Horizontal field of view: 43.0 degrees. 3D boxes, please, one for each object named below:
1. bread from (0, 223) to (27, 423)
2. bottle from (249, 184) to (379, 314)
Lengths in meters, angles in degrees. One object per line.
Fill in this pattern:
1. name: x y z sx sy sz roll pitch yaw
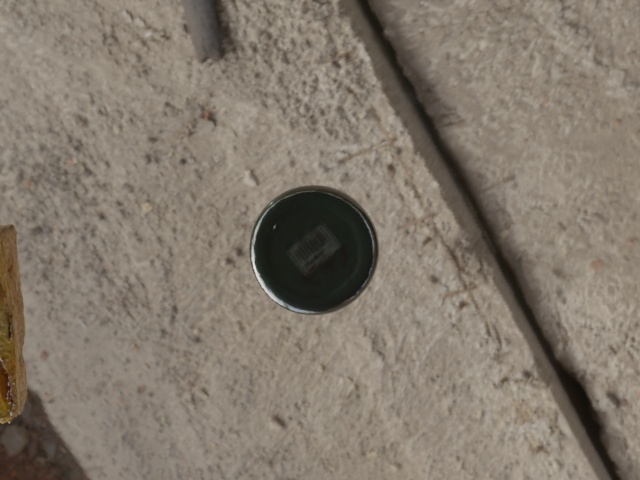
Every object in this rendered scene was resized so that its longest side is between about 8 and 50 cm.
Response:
1. bread: -0.502 0.119 1.180 0.132 0.167 0.294 -4 98 -18
2. bottle: 0.000 0.000 1.035 0.144 0.336 0.144 0 94 3
